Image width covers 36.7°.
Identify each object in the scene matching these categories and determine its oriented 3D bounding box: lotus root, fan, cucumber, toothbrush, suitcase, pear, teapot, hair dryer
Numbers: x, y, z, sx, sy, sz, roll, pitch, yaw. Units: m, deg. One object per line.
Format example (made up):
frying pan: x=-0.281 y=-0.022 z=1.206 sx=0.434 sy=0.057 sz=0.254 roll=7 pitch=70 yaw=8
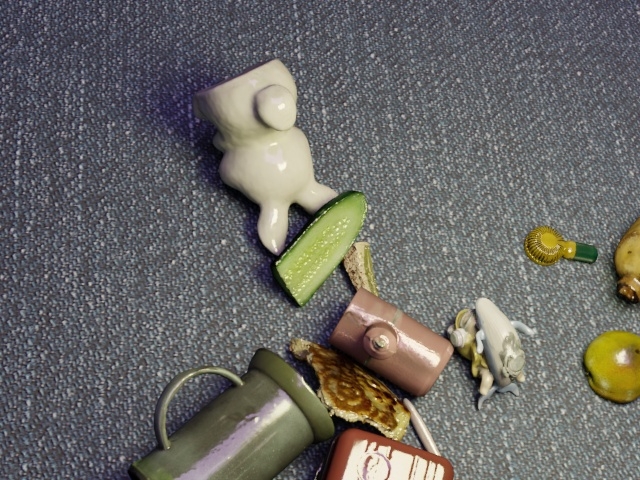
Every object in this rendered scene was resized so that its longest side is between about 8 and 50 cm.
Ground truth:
lotus root: x=0.700 y=0.023 z=1.984 sx=0.160 sy=0.146 sz=0.284 roll=34 pitch=64 yaw=28
fan: x=0.504 y=0.014 z=2.012 sx=0.155 sy=0.039 sz=0.082 roll=10 pitch=62 yaw=-5
cucumber: x=0.000 y=0.000 z=1.881 sx=0.244 sy=0.063 sz=0.115 roll=-46 pitch=122 yaw=-11
toothbrush: x=0.230 y=0.423 z=1.767 sx=0.029 sy=0.025 sz=0.307 roll=-18 pitch=68 yaw=-27
suitcase: x=0.087 y=0.485 z=1.633 sx=0.236 sy=0.161 sz=0.297 roll=19 pitch=62 yaw=0
pear: x=0.588 y=0.240 z=1.880 sx=0.141 sy=0.104 sz=0.141 roll=2 pitch=64 yaw=-4
teapot: x=-0.175 y=0.340 z=1.624 sx=0.337 sy=0.200 sz=0.270 roll=-40 pitch=113 yaw=-23
hair dryer: x=0.123 y=0.189 z=1.696 sx=0.210 sy=0.352 sz=0.125 roll=32 pitch=91 yaw=5

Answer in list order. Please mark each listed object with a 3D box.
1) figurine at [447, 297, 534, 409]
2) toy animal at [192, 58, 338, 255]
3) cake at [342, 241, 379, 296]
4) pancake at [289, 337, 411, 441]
figurine: x=0.320 y=0.209 z=1.834 sx=0.128 sy=0.184 sz=0.208 roll=-13 pitch=103 yaw=-23
toy animal: x=-0.092 y=-0.165 z=1.886 sx=0.196 sy=0.241 sz=0.367 roll=-27 pitch=115 yaw=-18
cake: x=0.080 y=0.075 z=1.909 sx=0.051 sy=0.055 sz=0.140 roll=1 pitch=73 yaw=-51
pancake: x=0.063 y=0.276 z=1.761 sx=0.212 sy=0.056 sz=0.257 roll=22 pitch=21 yaw=-28
